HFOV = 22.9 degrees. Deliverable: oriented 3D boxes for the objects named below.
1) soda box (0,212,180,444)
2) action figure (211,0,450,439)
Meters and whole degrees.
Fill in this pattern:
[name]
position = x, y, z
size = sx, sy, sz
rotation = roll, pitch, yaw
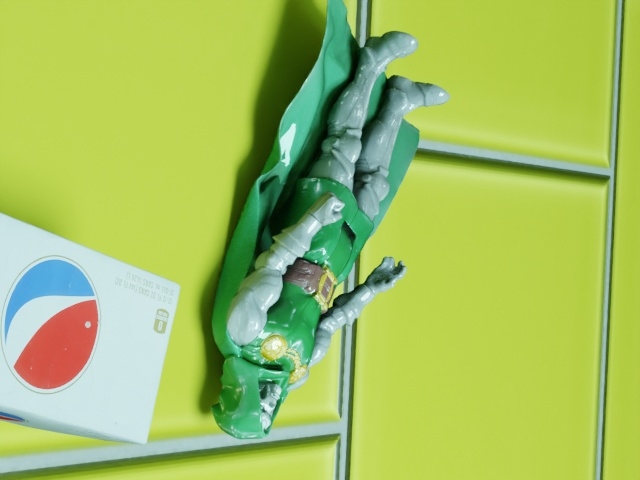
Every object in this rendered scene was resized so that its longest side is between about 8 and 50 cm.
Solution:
[soda box]
position = -0.152, 0.023, 0.611
size = 0.216, 0.069, 0.074
rotation = 26, 71, -51
[action figure]
position = 0.000, 0.000, 0.831
size = 0.137, 0.063, 0.232
rotation = 49, 58, -48
